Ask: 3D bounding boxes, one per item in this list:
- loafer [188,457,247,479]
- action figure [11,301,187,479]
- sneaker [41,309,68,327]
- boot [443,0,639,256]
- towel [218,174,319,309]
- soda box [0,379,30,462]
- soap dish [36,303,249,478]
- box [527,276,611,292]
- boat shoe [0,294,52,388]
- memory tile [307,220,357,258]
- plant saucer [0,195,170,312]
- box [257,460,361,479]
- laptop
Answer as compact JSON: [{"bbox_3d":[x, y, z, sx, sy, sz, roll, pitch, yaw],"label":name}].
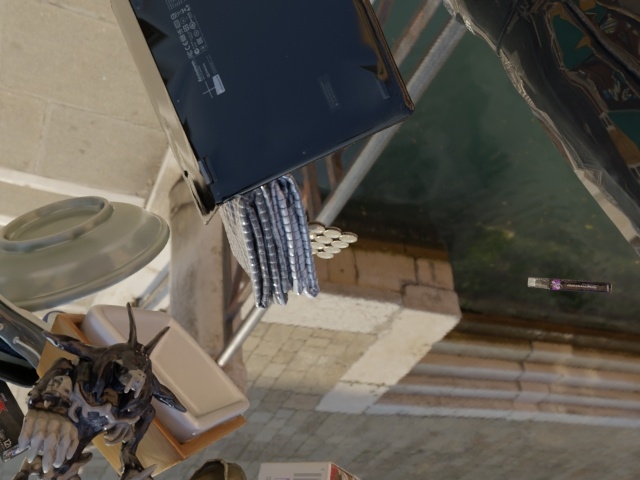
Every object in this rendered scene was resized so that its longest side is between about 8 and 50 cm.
[{"bbox_3d":[-0.173,0.314,0.640,0.094,0.251,0.087,-17,109,43],"label":"loafer"},{"bbox_3d":[-0.204,0.189,0.538,0.164,0.276,0.141,40,158,-32],"label":"action figure"},{"bbox_3d":[-0.542,0.248,1.373,0.111,0.296,0.131,-26,148,-27],"label":"sneaker"},{"bbox_3d":[0.391,-0.243,0.679,0.367,0.445,0.146,-37,148,17],"label":"boot"},{"bbox_3d":[-0.121,-0.033,1.171,0.121,0.235,0.284,-21,123,-19],"label":"towel"},{"bbox_3d":[-0.542,0.280,1.039,0.053,0.169,0.060,-24,158,-38],"label":"soda box"},{"bbox_3d":[-0.229,0.201,0.843,0.118,0.229,0.291,-45,169,-1],"label":"soap dish"},{"bbox_3d":[0.618,0.111,1.544,0.162,0.029,0.116,6,178,-7],"label":"box"},{"bbox_3d":[-0.546,0.131,0.949,0.116,0.099,0.319,-35,130,15],"label":"boat shoe"},{"bbox_3d":[0.000,0.000,1.283,0.113,0.012,0.148,15,155,-21],"label":"memory tile"},{"bbox_3d":[-0.502,-0.001,1.209,0.400,0.400,0.101,-12,115,2],"label":"plant saucer"},{"bbox_3d":[-0.025,0.307,0.383,0.067,0.324,0.063,-13,141,27],"label":"box"},{"bbox_3d":[-0.118,-0.253,0.823,0.407,0.382,0.236,-23,-178,19],"label":"laptop"}]
